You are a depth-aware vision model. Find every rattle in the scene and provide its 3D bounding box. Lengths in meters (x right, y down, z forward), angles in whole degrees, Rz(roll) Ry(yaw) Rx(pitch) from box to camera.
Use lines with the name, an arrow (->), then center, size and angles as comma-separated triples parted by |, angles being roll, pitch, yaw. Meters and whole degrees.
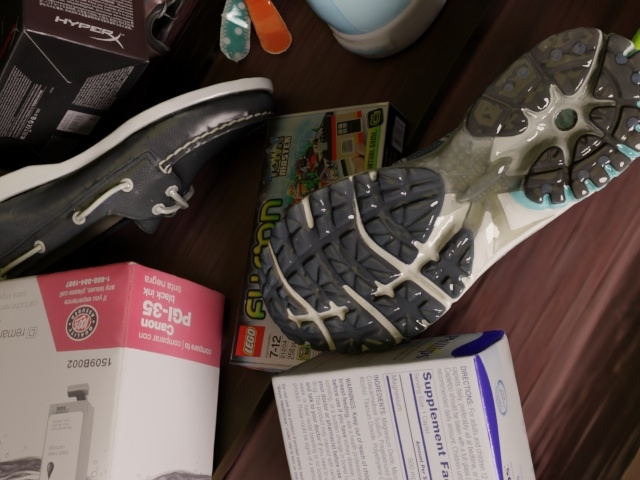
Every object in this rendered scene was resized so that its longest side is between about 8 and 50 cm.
rattle -> -0.085, -0.277, 0.721 | 0.130, 0.200, 0.142 | -37, 24, 20

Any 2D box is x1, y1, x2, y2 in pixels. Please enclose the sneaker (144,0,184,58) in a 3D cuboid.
sneaker -> -0.160, -0.253, 0.791 | 0.065, 0.061, 0.158 | 4, 85, 22

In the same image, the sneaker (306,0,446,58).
sneaker -> 0.075, -0.336, 0.611 | 0.135, 0.150, 0.366 | 11, 80, 33

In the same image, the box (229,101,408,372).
box -> 0.000, 0.000, 0.611 | 0.114, 0.036, 0.207 | -2, 73, 31

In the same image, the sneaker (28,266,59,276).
sneaker -> -0.314, 0.060, 0.769 | 0.152, 0.058, 0.084 | -38, 49, 8

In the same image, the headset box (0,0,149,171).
headset box -> -0.266, -0.241, 0.769 | 0.218, 0.110, 0.293 | -36, 55, 46

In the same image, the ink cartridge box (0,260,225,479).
ink cartridge box -> -0.196, 0.175, 0.620 | 0.207, 0.117, 0.283 | -8, 69, 29

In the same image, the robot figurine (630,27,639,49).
robot figurine -> 0.241, -0.115, 0.480 | 0.101, 0.067, 0.115 | 22, 74, -4

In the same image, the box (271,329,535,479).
box -> 0.054, 0.130, 0.489 | 0.137, 0.072, 0.126 | -11, 90, 29

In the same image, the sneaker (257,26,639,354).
sneaker -> 0.089, -0.017, 0.515 | 0.283, 0.122, 0.110 | -32, 81, 20

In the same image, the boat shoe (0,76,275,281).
boat shoe -> -0.166, -0.047, 0.692 | 0.303, 0.114, 0.091 | -24, 86, 13
